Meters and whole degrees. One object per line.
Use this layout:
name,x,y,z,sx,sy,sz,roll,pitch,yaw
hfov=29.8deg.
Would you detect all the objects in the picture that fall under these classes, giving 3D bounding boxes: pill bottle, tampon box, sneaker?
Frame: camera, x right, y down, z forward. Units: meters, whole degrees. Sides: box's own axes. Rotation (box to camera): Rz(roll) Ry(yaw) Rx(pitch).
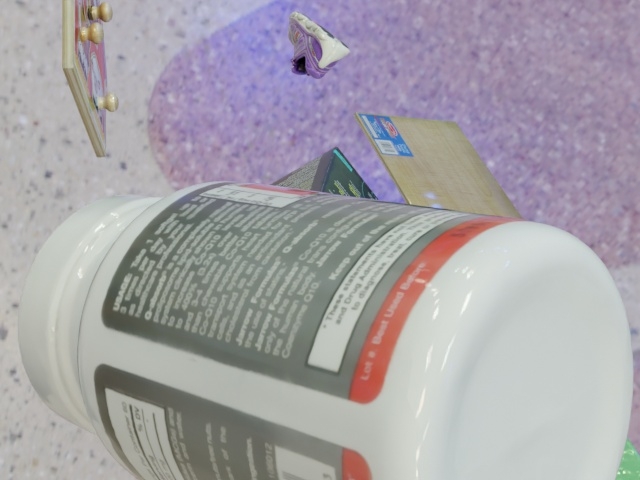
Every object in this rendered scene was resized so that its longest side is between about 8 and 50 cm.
pill bottle,-0.016,0.072,0.736,0.362,0.210,0.210,11,37,43
tampon box,0.000,0.000,1.287,0.120,0.101,0.161,52,26,-19
sneaker,-0.020,-0.254,1.588,0.068,0.071,0.170,36,7,-21

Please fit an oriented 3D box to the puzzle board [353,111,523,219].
puzzle board,0.088,-0.052,0.911,0.096,0.011,0.128,2,40,-29

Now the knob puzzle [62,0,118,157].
knob puzzle,-0.214,-0.203,1.145,0.030,0.213,0.213,-5,57,-1

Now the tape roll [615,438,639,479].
tape roll,0.222,0.318,1.405,0.321,0.321,0.077,18,12,-9
